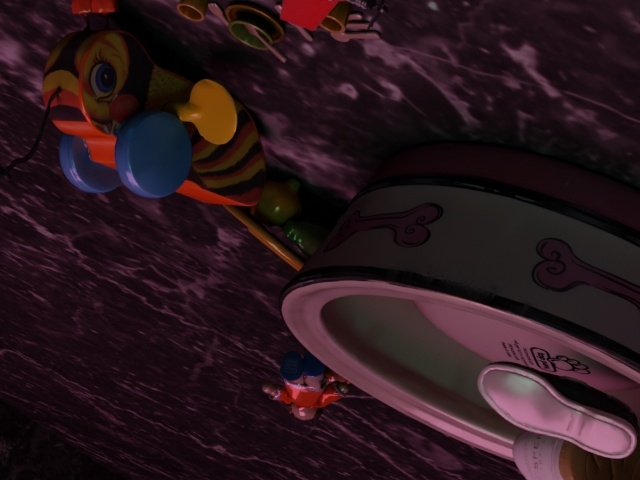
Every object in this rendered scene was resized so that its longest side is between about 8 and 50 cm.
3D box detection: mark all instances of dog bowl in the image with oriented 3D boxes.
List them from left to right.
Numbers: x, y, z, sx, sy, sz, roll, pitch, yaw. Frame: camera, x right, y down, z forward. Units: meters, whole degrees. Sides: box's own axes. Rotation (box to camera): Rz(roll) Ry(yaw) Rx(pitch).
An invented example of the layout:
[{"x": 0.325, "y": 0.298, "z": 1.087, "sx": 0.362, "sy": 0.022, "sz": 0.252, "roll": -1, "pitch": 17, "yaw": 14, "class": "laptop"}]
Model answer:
[{"x": 0.179, "y": 0.066, "z": 1.290, "sx": 0.408, "sy": 0.150, "sz": 0.408, "roll": 21, "pitch": 161, "yaw": 8, "class": "dog bowl"}]

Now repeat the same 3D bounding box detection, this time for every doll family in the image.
[{"x": 0.069, "y": 0.139, "z": 1.729, "sx": 0.263, "sy": 0.118, "sz": 0.163, "roll": 3, "pitch": 153, "yaw": 4, "class": "doll family"}]

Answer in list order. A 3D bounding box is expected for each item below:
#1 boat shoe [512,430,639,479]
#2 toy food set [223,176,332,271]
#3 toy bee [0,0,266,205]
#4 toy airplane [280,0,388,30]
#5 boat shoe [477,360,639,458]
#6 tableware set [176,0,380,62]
[{"x": 0.262, "y": 0.229, "z": 1.264, "sx": 0.277, "sy": 0.098, "sz": 0.096, "roll": 44, "pitch": 154, "yaw": -27, "class": "boat shoe"}, {"x": 0.000, "y": 0.000, "z": 1.472, "sx": 0.218, "sy": 0.071, "sz": 0.128, "roll": 40, "pitch": 180, "yaw": -36, "class": "toy food set"}, {"x": -0.152, "y": -0.114, "z": 1.243, "sx": 0.195, "sy": 0.162, "sz": 0.298, "roll": 7, "pitch": -179, "yaw": 22, "class": "toy bee"}, {"x": -0.021, "y": -0.186, "z": 1.001, "sx": 0.151, "sy": 0.028, "sz": 0.151, "roll": 22, "pitch": 150, "yaw": 14, "class": "toy airplane"}, {"x": 0.178, "y": 0.120, "z": 1.143, "sx": 0.125, "sy": 0.038, "sz": 0.046, "roll": 21, "pitch": 118, "yaw": 6, "class": "boat shoe"}, {"x": -0.039, "y": -0.166, "z": 1.110, "sx": 0.154, "sy": 0.024, "sz": 0.104, "roll": 8, "pitch": 156, "yaw": 41, "class": "tableware set"}]
